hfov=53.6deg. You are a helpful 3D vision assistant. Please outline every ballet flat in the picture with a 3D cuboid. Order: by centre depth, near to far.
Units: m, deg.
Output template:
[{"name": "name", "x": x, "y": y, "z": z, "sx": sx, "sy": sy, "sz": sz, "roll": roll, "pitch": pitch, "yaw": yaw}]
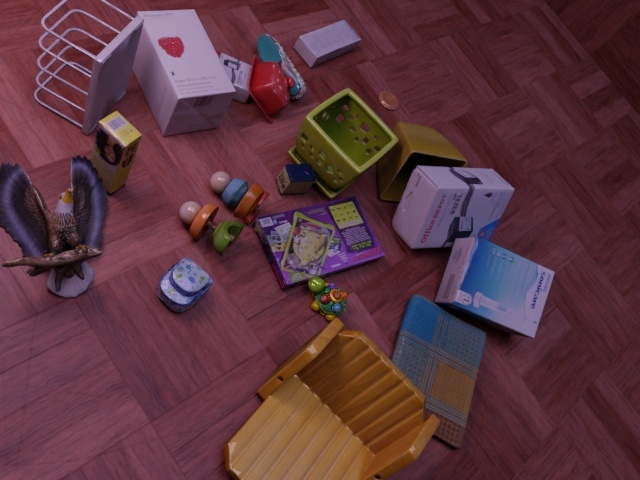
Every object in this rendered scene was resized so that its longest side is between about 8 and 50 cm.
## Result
[{"name": "ballet flat", "x": -0.123, "y": -0.549, "z": 2.027, "sx": 0.240, "sy": 0.091, "sz": 0.077, "roll": 60, "pitch": 23, "yaw": 7}]

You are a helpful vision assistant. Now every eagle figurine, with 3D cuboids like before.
[{"name": "eagle figurine", "x": -0.585, "y": -0.045, "z": 1.418, "sx": 0.226, "sy": 0.225, "sz": 0.298, "roll": 40, "pitch": 11, "yaw": -49}]

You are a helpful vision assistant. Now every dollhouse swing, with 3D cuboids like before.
[{"name": "dollhouse swing", "x": 0.019, "y": 0.431, "z": 1.414, "sx": 0.347, "sy": 0.315, "sz": 0.305, "roll": 46, "pitch": 31, "yaw": 1}]

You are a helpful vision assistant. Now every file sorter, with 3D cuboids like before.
[{"name": "file sorter", "x": -0.584, "y": -0.444, "z": 1.572, "sx": 0.173, "sy": 0.277, "sz": 0.192, "roll": 31, "pitch": 53, "yaw": -8}]

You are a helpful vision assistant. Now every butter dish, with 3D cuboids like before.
[{"name": "butter dish", "x": -0.133, "y": -0.464, "z": 1.902, "sx": 0.160, "sy": 0.118, "sz": 0.159, "roll": 53, "pitch": 36, "yaw": -50}]

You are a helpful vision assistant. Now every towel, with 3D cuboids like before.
[{"name": "towel", "x": 0.318, "y": 0.356, "z": 1.771, "sx": 0.272, "sy": 0.040, "sz": 0.370, "roll": 31, "pitch": 55, "yaw": -9}]

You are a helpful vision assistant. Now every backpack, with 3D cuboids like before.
[{"name": "backpack", "x": -0.329, "y": 0.106, "z": 1.521, "sx": 0.105, "sy": 0.084, "sz": 0.114, "roll": 41, "pitch": 54, "yaw": 0}]

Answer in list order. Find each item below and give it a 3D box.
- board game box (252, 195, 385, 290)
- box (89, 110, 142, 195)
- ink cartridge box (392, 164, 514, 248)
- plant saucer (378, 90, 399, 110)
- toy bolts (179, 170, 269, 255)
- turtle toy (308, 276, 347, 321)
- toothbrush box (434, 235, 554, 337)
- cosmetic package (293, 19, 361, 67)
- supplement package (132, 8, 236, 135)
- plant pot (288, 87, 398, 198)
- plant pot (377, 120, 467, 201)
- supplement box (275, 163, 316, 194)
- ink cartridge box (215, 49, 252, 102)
[{"name": "board game box", "x": 0.000, "y": 0.000, "z": 1.791, "sx": 0.347, "sy": 0.056, "sz": 0.208, "roll": -14, "pitch": 67, "yaw": -34}, {"name": "box", "x": -0.495, "y": -0.202, "z": 1.510, "sx": 0.087, "sy": 0.232, "sz": 0.058, "roll": 43, "pitch": 54, "yaw": 0}, {"name": "ink cartridge box", "x": 0.405, "y": -0.100, "z": 1.943, "sx": 0.308, "sy": 0.223, "sz": 0.129, "roll": -2, "pitch": 37, "yaw": -30}, {"name": "plant saucer", "x": 0.241, "y": -0.493, "z": 2.227, "sx": 0.084, "sy": 0.013, "sz": 0.083, "roll": 13, "pitch": 58, "yaw": -23}, {"name": "toy bolts", "x": -0.241, "y": -0.112, "z": 1.638, "sx": 0.159, "sy": 0.218, "sz": 0.228, "roll": 35, "pitch": 34, "yaw": 0}, {"name": "turtle toy", "x": 0.019, "y": 0.149, "z": 1.702, "sx": 0.130, "sy": 0.066, "sz": 0.095, "roll": 36, "pitch": 52, "yaw": -6}, {"name": "toothbrush box", "x": 0.523, "y": 0.140, "z": 1.902, "sx": 0.296, "sy": 0.126, "sz": 0.216, "roll": 22, "pitch": 82, "yaw": -15}, {"name": "cosmetic package", "x": 0.026, "y": -0.678, "z": 2.183, "sx": 0.239, "sy": 0.060, "sz": 0.099, "roll": -34, "pitch": 81, "yaw": -38}, {"name": "supplement package", "x": -0.392, "y": -0.467, "z": 1.755, "sx": 0.178, "sy": 0.175, "sz": 0.292, "roll": -18, "pitch": 73, "yaw": -34}, {"name": "plant pot", "x": 0.053, "y": -0.274, "z": 1.873, "sx": 0.227, "sy": 0.207, "sz": 0.228, "roll": 46, "pitch": 52, "yaw": 2}, {"name": "plant pot", "x": 0.298, "y": -0.257, "z": 2.013, "sx": 0.212, "sy": 0.212, "sz": 0.187, "roll": 5, "pitch": 49, "yaw": -27}, {"name": "supplement box", "x": -0.072, "y": -0.176, "z": 1.825, "sx": 0.083, "sy": 0.083, "sz": 0.056, "roll": -5, "pitch": 66, "yaw": -31}, {"name": "ink cartridge box", "x": -0.277, "y": -0.494, "z": 1.906, "sx": 0.151, "sy": 0.063, "sz": 0.109, "roll": 18, "pitch": 56, "yaw": -19}]
